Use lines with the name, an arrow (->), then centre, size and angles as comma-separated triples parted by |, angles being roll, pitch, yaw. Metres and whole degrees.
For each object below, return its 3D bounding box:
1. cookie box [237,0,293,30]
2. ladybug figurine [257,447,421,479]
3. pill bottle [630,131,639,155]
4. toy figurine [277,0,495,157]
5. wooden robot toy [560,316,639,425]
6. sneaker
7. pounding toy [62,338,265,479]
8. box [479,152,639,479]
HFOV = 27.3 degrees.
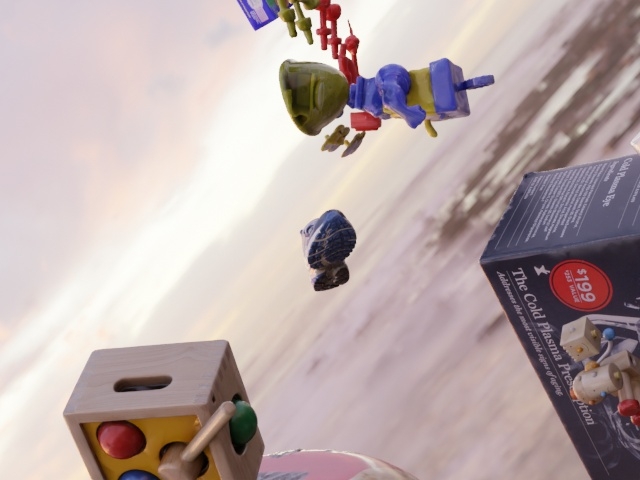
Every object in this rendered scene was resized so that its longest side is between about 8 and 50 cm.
cookie box -> -0.068, -0.320, 1.608 | 0.040, 0.092, 0.107 | -21, 18, 33
ladybug figurine -> -0.033, 0.329, 1.414 | 0.449, 0.162, 0.305 | -12, 12, 46
pill bottle -> 0.319, -0.014, 0.884 | 0.121, 0.221, 0.121 | -40, -2, -2
toy figurine -> 0.098, -0.209, 1.589 | 0.362, 0.217, 0.191 | 5, -96, -75
wooden robot toy -> 0.277, 0.145, 1.294 | 0.079, 0.173, 0.076 | -25, 46, 34
sneaker -> 0.000, 0.000, 1.308 | 0.052, 0.058, 0.135 | -17, -25, -14
pounding toy -> -0.102, 0.139, 0.945 | 0.141, 0.130, 0.100 | -6, 34, 15
box -> 0.398, 0.081, 1.441 | 0.312, 0.343, 0.179 | -12, 29, 36
